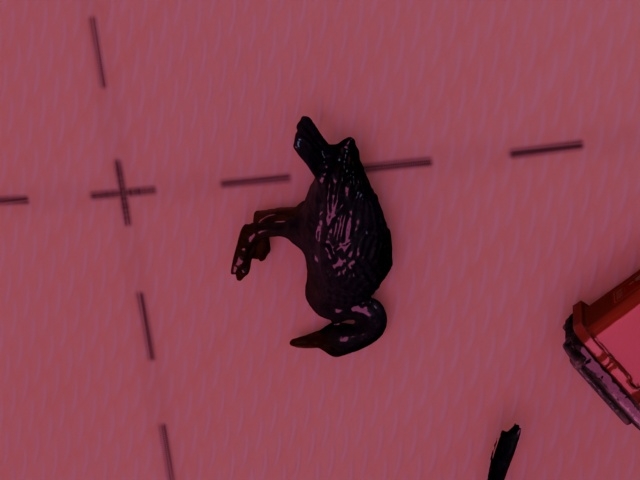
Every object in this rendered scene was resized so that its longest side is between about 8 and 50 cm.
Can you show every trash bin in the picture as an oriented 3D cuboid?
[{"bbox_3d":[0.415,0.100,1.715,0.238,0.161,0.184,-40,92,14],"label":"trash bin"}]

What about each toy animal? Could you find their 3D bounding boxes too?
[{"bbox_3d":[0.000,0.000,1.802,0.185,0.122,0.298,13,111,14],"label":"toy animal"}]

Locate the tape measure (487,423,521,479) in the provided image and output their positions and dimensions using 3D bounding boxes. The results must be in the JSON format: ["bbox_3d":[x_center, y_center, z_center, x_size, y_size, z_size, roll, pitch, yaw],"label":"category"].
[{"bbox_3d":[0.263,0.403,1.841,0.215,0.098,0.351,23,109,9],"label":"tape measure"}]
